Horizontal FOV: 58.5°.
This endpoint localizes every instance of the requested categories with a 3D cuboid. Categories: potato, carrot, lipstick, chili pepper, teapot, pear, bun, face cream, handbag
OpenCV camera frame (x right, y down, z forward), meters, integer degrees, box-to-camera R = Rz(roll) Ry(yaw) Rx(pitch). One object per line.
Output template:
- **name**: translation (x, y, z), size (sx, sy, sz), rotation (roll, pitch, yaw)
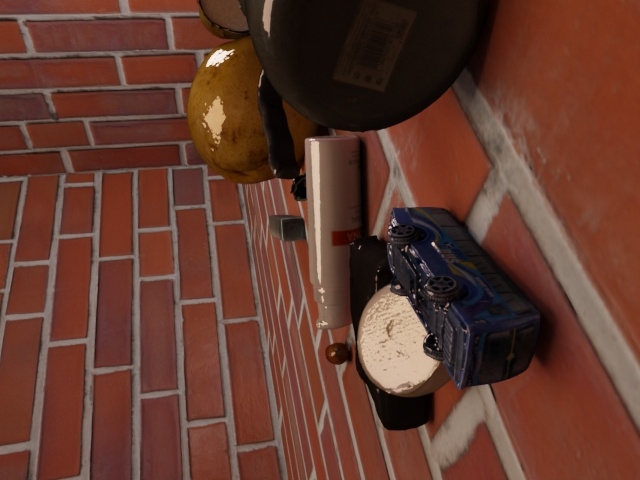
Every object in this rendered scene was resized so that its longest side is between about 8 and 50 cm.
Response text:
- **potato**: translation (-0.142, -0.563, 1.266), size (0.196, 0.247, 0.299), rotation (65, -142, -84)
- **carrot**: translation (0.029, 0.251, 1.284), size (0.216, 0.048, 0.048), rotation (122, 142, -79)
- **lipstick**: translation (-0.108, -0.042, 1.743), size (0.317, 0.066, 0.068), rotation (-159, 64, -77)
- **chili pepper**: translation (-0.043, -0.135, 1.373), size (0.059, 0.088, 0.227), rotation (60, 176, -10)
- **teapot**: translation (0.017, -0.240, 0.622), size (0.285, 0.224, 0.305), rotation (-119, 14, -46)
- **pear**: translation (-0.144, -0.282, 1.245), size (0.314, 0.315, 0.314), rotation (175, 90, -78)
- **bun**: translation (0.118, 0.117, 0.675), size (0.138, 0.094, 0.138), rotation (-20, 63, 45)
- **face cream**: translation (0.027, -0.011, 1.021), size (0.102, 0.102, 0.345), rotation (-134, 40, -72)
- **handbag**: translation (0.085, 0.127, 0.846), size (0.223, 0.080, 0.246), rotation (-145, 51, -75)

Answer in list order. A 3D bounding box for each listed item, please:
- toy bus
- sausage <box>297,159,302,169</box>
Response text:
- **toy bus**: translation (0.128, 0.040, 0.568), size (0.236, 0.094, 0.079), rotation (-112, 14, -60)
- **sausage**: translation (-0.065, -0.233, 1.511), size (0.039, 0.041, 0.131), rotation (57, 154, 36)
